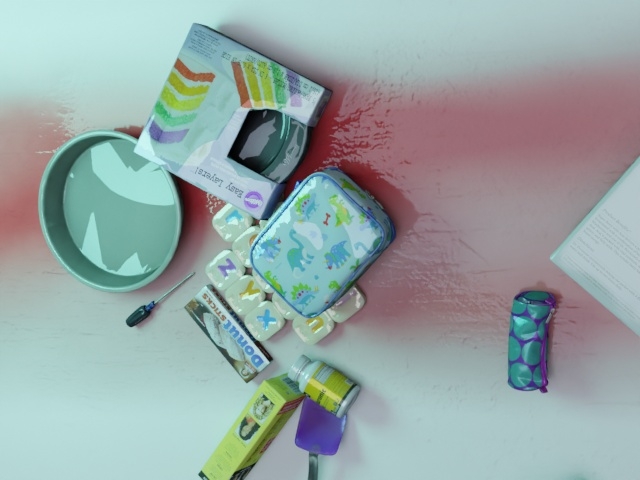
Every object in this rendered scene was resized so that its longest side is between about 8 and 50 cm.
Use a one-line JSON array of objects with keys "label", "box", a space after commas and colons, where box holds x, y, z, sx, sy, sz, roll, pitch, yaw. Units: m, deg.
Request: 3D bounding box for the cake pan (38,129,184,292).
[{"label": "cake pan", "box": [-0.368, -0.054, 1.872, 0.293, 0.054, 0.293, 4, 101, 20]}]

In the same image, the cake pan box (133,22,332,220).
[{"label": "cake pan box", "box": [-0.142, -0.193, 1.727, 0.267, 0.070, 0.245, 30, 101, 10]}]

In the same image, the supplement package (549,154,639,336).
[{"label": "supplement package", "box": [0.496, -0.037, 1.473, 0.177, 0.175, 0.293, 43, 111, 11]}]

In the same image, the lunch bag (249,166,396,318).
[{"label": "lunch bag", "box": [0.000, 0.000, 1.696, 0.176, 0.090, 0.219, 43, 111, 8]}]

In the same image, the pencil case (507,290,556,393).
[{"label": "pencil case", "box": [0.330, 0.158, 1.633, 0.070, 0.064, 0.151, 13, 106, 44]}]

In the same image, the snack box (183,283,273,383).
[{"label": "snack box", "box": [-0.163, 0.165, 1.848, 0.064, 0.022, 0.178, -43, 83, 21]}]

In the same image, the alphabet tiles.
[{"label": "alphabet tiles", "box": [-0.055, 0.034, 1.784, 0.278, 0.021, 0.284, -41, 84, 23]}]

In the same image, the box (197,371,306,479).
[{"label": "box", "box": [-0.118, 0.338, 1.825, 0.058, 0.087, 0.232, 42, 110, 20]}]

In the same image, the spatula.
[{"label": "spatula", "box": [-0.016, 0.420, 1.806, 0.084, 0.030, 0.296, 10, 93, 19]}]

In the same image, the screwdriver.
[{"label": "screwdriver", "box": [-0.292, 0.103, 1.889, 0.025, 0.024, 0.170, 40, 112, -21]}]

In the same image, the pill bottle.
[{"label": "pill bottle", "box": [0.005, 0.244, 1.775, 0.116, 0.065, 0.065, 33, 109, 13]}]
